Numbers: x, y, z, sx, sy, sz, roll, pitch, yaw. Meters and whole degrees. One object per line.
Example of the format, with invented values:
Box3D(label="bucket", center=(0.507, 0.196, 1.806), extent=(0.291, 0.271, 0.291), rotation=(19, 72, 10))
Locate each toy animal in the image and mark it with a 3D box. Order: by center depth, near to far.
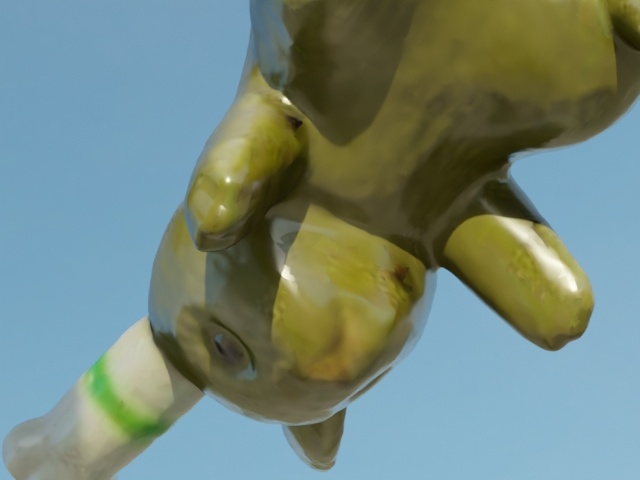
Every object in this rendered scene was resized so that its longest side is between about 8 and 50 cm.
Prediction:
Box3D(label="toy animal", center=(0.008, 0.000, 0.702), extent=(0.181, 0.180, 0.363), rotation=(19, -78, -21))
